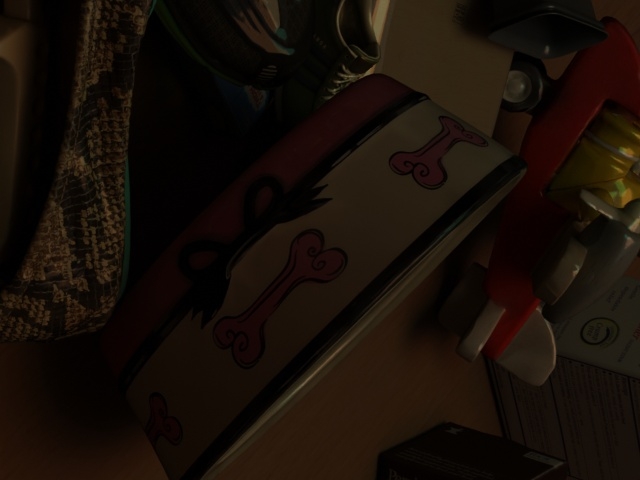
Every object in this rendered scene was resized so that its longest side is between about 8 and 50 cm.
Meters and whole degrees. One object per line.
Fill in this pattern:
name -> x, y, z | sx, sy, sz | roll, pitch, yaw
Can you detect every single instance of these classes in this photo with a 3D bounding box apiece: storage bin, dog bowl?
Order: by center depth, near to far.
dog bowl -> -0.018, 0.027, 1.543 | 0.408, 0.150, 0.408 | -43, 175, -5
storage bin -> 0.224, -0.249, 1.880 | 0.135, 0.098, 0.091 | 11, 66, -52

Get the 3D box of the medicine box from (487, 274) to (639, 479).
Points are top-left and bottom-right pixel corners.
medicine box -> 0.373, 0.183, 2.280 | 0.149, 0.289, 0.263 | -53, 143, -33

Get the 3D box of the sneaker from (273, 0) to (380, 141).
sneaker -> 0.012, -0.163, 1.659 | 0.064, 0.086, 0.192 | -21, 122, -55

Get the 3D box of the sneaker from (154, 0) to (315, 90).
sneaker -> -0.033, -0.355, 1.449 | 0.185, 0.202, 0.483 | -8, 108, -45

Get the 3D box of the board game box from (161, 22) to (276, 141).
board game box -> -0.054, -0.221, 1.650 | 0.211, 0.039, 0.160 | -58, 146, -28

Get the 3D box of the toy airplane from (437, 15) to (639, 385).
toy airplane -> 0.295, -0.010, 2.081 | 0.384, 0.272, 0.386 | 95, 11, -56

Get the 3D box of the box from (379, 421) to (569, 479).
box -> 0.170, 0.346, 2.137 | 0.167, 0.168, 0.203 | -15, 115, -55

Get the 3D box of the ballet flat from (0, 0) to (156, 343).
ballet flat -> -0.210, -0.144, 1.330 | 0.182, 0.164, 0.483 | -9, 114, -46

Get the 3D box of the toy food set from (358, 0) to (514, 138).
toy food set -> 0.107, -0.239, 1.878 | 0.306, 0.092, 0.220 | 12, 94, -52

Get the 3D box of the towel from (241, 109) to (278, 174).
towel -> -0.031, -0.074, 1.764 | 0.148, 0.027, 0.110 | -65, 148, -16
